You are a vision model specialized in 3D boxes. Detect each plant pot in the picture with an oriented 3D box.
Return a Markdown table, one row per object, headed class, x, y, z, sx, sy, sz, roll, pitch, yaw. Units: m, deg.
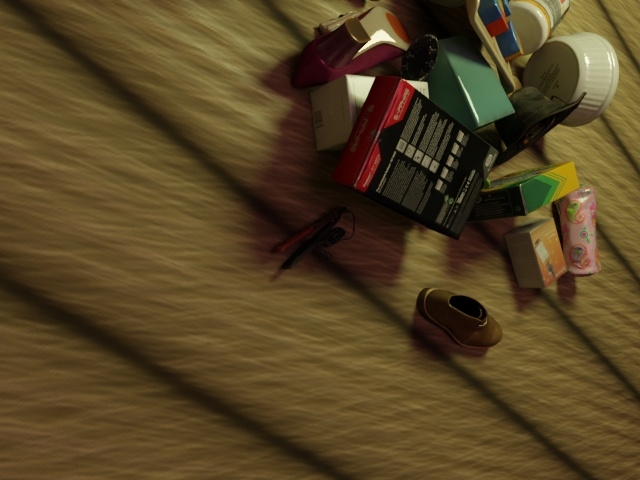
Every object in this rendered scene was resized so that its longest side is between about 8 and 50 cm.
| class | x | y | z | sx | sy | sz | roll | pitch | yaw |
| --- | --- | --- | --- | --- | --- | --- | --- | --- | --- |
| plant pot | 0.341 | -0.384 | 1.422 | 0.165 | 0.165 | 0.234 | -25 | 94 | -35 |

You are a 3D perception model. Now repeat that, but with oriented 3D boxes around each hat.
| class | x | y | z | sx | sy | sz | roll | pitch | yaw |
| --- | --- | --- | --- | --- | --- | --- | --- | --- | --- |
| hat | 0.553 | -0.335 | 1.513 | 0.331 | 0.331 | 0.134 | -28 | 80 | -34 |

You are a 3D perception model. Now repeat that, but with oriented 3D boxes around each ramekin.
| class | x | y | z | sx | sy | sz | roll | pitch | yaw |
| --- | --- | --- | --- | --- | --- | --- | --- | --- | --- |
| ramekin | 0.717 | -0.472 | 1.648 | 0.127 | 0.273 | 0.273 | -5 | 89 | -25 |

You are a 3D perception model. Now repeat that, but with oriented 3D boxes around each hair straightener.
| class | x | y | z | sx | sy | sz | roll | pitch | yaw |
| --- | --- | --- | --- | --- | --- | --- | --- | --- | --- |
| hair straightener | 0.000 | 0.000 | 1.215 | 0.230 | 0.047 | 0.089 | -38 | 108 | -37 |

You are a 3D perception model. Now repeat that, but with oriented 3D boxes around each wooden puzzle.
| class | x | y | z | sx | sy | sz | roll | pitch | yaw |
| --- | --- | --- | --- | --- | --- | --- | --- | --- | --- |
| wooden puzzle | 0.434 | -0.597 | 1.432 | 0.347 | 0.080 | 0.322 | 35 | 44 | -51 |

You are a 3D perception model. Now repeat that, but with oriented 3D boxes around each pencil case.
| class | x | y | z | sx | sy | sz | roll | pitch | yaw |
| --- | --- | --- | --- | --- | --- | --- | --- | --- | --- |
| pencil case | 0.809 | -0.028 | 1.766 | 0.124 | 0.124 | 0.284 | -3 | 87 | -36 |

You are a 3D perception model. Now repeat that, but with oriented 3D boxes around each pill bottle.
| class | x | y | z | sx | sy | sz | roll | pitch | yaw |
| --- | --- | --- | --- | --- | --- | --- | --- | --- | --- |
| pill bottle | 0.640 | -0.684 | 1.662 | 0.278 | 0.162 | 0.162 | -48 | 113 | -28 |

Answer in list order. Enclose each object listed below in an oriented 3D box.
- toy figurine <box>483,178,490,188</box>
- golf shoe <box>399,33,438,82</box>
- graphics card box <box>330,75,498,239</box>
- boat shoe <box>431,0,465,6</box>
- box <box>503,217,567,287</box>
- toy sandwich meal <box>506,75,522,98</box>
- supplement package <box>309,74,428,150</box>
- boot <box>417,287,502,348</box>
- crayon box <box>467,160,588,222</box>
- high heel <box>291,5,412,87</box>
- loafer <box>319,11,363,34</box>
| class | x | y | z | sx | sy | sz | roll | pitch | yaw |
| --- | --- | --- | --- | --- | --- | --- | --- | --- | --- |
| toy figurine | 0.314 | -0.124 | 1.406 | 0.173 | 0.130 | 0.159 | 36 | 77 | -4 |
| golf shoe | 0.229 | -0.420 | 1.340 | 0.077 | 0.198 | 0.094 | 25 | 55 | -1 |
| graphics card box | 0.214 | -0.165 | 1.207 | 0.370 | 0.094 | 0.233 | 20 | 94 | -39 |
| boat shoe | 0.274 | -0.706 | 1.427 | 0.304 | 0.109 | 0.091 | 20 | 69 | -37 |
| box | 0.629 | 0.037 | 1.639 | 0.130 | 0.091 | 0.171 | -26 | 101 | -35 |
| toy sandwich meal | 0.572 | -0.449 | 1.677 | 0.085 | 0.029 | 0.086 | -1 | 91 | -38 |
| supplement package | 0.118 | -0.279 | 1.261 | 0.244 | 0.133 | 0.139 | -6 | 90 | -36 |
| boot | 0.388 | 0.207 | 1.435 | 0.305 | 0.115 | 0.112 | 28 | 68 | -33 |
| crayon box | 0.549 | -0.137 | 1.525 | 0.322 | 0.203 | 0.083 | -21 | 98 | -36 |
| high heel | 0.078 | -0.439 | 1.299 | 0.377 | 0.181 | 0.127 | -27 | 87 | -54 |
| loafer | 0.049 | -0.503 | 1.287 | 0.125 | 0.045 | 0.039 | -40 | 91 | -29 |
